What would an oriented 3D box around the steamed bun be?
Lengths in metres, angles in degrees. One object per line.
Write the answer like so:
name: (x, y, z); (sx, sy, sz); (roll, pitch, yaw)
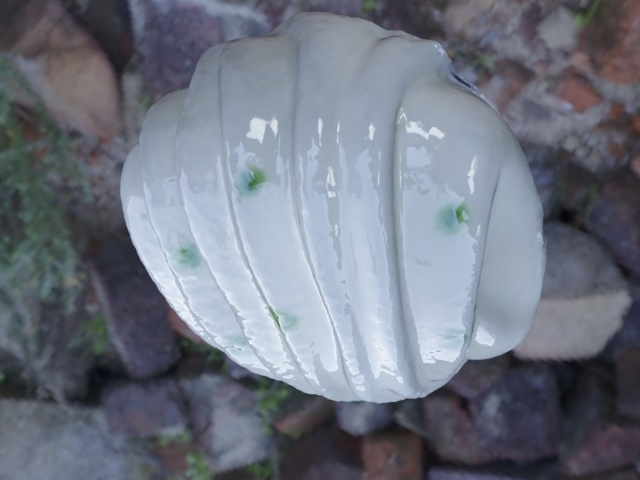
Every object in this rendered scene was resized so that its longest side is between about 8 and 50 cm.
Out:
steamed bun: (0.000, 0.000, 0.583); (0.183, 0.106, 0.183); (19, 146, 14)
